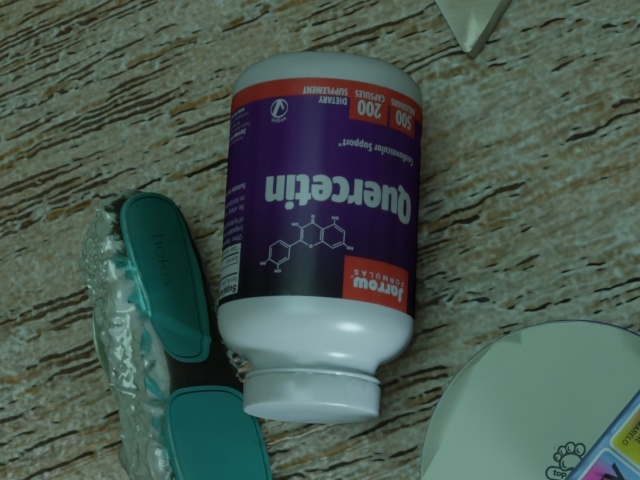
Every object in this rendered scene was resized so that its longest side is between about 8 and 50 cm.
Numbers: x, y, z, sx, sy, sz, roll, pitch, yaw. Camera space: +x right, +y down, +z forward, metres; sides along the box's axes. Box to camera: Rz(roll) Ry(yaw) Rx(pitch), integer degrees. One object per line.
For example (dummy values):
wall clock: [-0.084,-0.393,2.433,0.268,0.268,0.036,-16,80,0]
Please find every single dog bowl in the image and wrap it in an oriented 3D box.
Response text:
dog bowl: [0.224,0.204,1.481,0.265,0.104,0.264,-5,74,19]

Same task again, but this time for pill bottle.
pill bottle: [0.000,0.000,1.580,0.182,0.181,0.322,-3,75,20]

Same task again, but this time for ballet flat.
ballet flat: [-0.146,0.147,1.645,0.147,0.147,0.408,-22,66,14]

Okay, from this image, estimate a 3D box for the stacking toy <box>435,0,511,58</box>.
stacking toy: [0.158,-0.358,1.645,0.279,0.130,0.309,-40,65,6]

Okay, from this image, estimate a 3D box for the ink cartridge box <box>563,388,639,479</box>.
ink cartridge box: [0.406,0.229,1.259,0.395,0.151,0.270,39,90,26]
